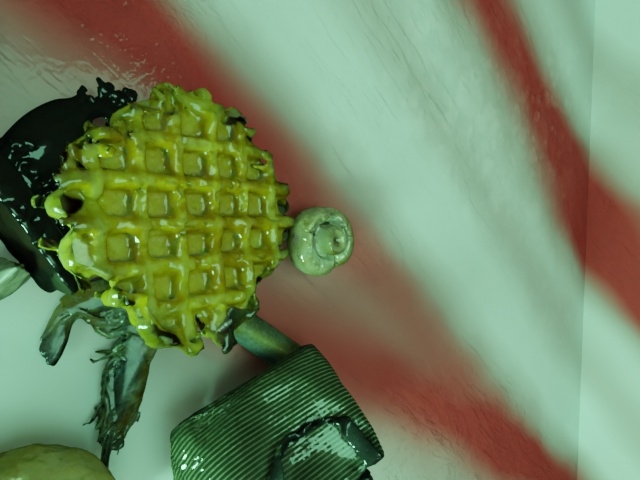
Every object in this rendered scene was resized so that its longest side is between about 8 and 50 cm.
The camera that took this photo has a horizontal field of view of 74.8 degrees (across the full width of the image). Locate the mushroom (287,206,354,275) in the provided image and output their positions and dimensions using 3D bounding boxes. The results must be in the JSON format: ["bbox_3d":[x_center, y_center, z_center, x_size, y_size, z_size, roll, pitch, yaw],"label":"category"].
[{"bbox_3d":[0.000,0.000,0.836,0.148,0.112,0.147,1,88,-43],"label":"mushroom"}]

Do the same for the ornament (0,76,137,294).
[{"bbox_3d":[-0.331,-0.084,0.606,0.260,0.106,0.251,-44,125,-40],"label":"ornament"}]

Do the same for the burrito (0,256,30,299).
[{"bbox_3d":[-0.537,0.116,0.457,0.392,0.117,0.076,-30,96,-29],"label":"burrito"}]

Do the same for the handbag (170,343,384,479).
[{"bbox_3d":[-0.061,0.379,0.726,0.341,0.240,0.247,-25,137,-32],"label":"handbag"}]

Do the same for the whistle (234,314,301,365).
[{"bbox_3d":[-0.136,0.169,0.786,0.326,0.057,0.068,43,73,-31],"label":"whistle"}]

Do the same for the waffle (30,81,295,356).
[{"bbox_3d":[-0.197,-0.038,0.648,0.379,0.095,0.382,58,44,-33],"label":"waffle"}]

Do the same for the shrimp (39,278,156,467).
[{"bbox_3d":[-0.345,0.202,0.646,0.169,0.058,0.295,16,81,-29],"label":"shrimp"}]

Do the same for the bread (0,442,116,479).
[{"bbox_3d":[-0.402,0.388,0.572,0.245,0.134,0.244,-6,101,-34],"label":"bread"}]
